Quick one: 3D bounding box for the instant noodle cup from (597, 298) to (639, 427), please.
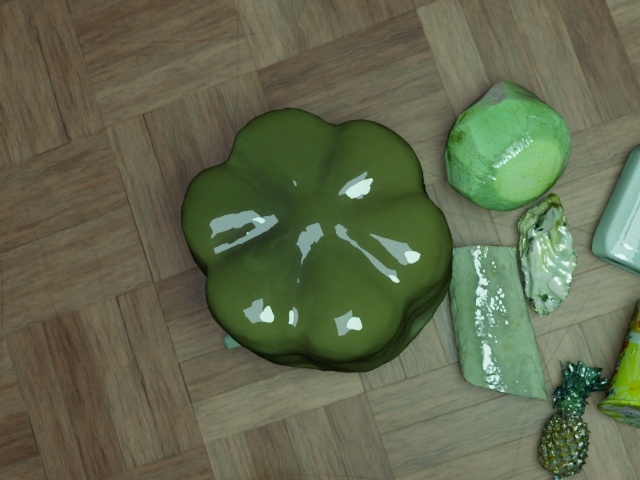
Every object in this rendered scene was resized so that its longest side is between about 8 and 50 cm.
[{"bbox_3d":[0.607,0.213,1.359,0.264,0.264,0.200,14,75,10],"label":"instant noodle cup"}]

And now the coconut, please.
[{"bbox_3d":[0.324,-0.167,1.454,0.205,0.236,0.235,-2,85,-15],"label":"coconut"}]

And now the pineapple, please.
[{"bbox_3d":[0.448,0.323,1.459,0.103,0.083,0.221,15,88,-2],"label":"pineapple"}]

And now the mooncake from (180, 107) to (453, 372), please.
[{"bbox_3d":[0.000,0.000,1.432,0.467,0.262,0.467,-3,69,7],"label":"mooncake"}]

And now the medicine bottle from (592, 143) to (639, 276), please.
[{"bbox_3d":[0.606,-0.082,1.449,0.161,0.111,0.296,23,92,-6],"label":"medicine bottle"}]

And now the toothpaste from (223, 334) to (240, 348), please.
[{"bbox_3d":[0.001,0.134,1.556,0.392,0.061,0.098,-18,78,5],"label":"toothpaste"}]

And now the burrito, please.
[{"bbox_3d":[0.310,0.151,1.484,0.143,0.105,0.299,-10,83,4],"label":"burrito"}]

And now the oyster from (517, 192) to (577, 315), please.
[{"bbox_3d":[0.398,0.029,1.493,0.133,0.072,0.209,-15,99,-28],"label":"oyster"}]
